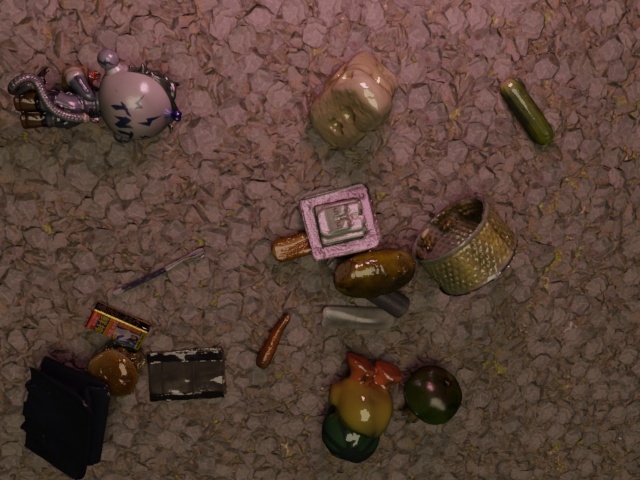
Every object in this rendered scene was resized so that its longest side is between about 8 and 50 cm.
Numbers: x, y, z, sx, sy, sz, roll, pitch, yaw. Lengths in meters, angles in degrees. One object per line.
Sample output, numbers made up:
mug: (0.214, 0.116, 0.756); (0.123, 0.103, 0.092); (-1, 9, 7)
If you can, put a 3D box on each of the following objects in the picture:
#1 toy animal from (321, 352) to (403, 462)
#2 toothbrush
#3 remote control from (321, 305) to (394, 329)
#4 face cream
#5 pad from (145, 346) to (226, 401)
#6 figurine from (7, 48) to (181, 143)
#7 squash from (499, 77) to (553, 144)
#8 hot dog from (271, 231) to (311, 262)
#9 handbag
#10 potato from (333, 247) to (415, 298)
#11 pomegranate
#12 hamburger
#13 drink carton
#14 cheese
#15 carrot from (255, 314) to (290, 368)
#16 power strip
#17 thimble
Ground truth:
toy animal: (0.121, 0.537, 1.895); (0.216, 0.191, 0.338); (17, 104, -14)
toothbrush: (-0.461, 0.092, 1.751); (0.288, 0.024, 0.026); (-26, 124, -2)
remote control: (0.118, 0.244, 1.881); (0.229, 0.044, 0.073); (4, 109, -11)
face cream: (0.141, 0.135, 1.834); (0.284, 0.073, 0.073); (33, 99, -17)
pad: (-0.405, 0.407, 1.859); (0.233, 0.022, 0.174); (-2, 108, -8)
figurine: (-0.536, -0.343, 1.519); (0.382, 0.261, 0.186); (-1, 63, -8)
squash: (0.594, -0.366, 1.757); (0.066, 0.066, 0.229); (-41, 107, 5)
hot dog: (0.000, -0.001, 1.773); (0.289, 0.068, 0.083); (-15, 82, -1)
handbag: (-0.737, 0.495, 1.745); (0.269, 0.118, 0.325); (25, 117, 12)
potato: (0.152, 0.095, 1.727); (0.251, 0.113, 0.149); (-13, 133, -18)
pomegranate: (0.338, 0.504, 1.943); (0.187, 0.187, 0.225); (24, 126, -15)
hamburger: (-0.597, 0.382, 1.763); (0.159, 0.131, 0.185); (35, 103, -14)
drink carton: (-0.581, 0.245, 1.762); (0.166, 0.056, 0.071); (28, 109, -16)
cheese: (0.079, -0.348, 1.604); (0.174, 0.251, 0.248); (36, 114, -17)
carrot: (-0.142, 0.304, 1.860); (0.047, 0.047, 0.191); (25, 98, -16)
power strip: (0.057, -0.056, 1.720); (0.213, 0.064, 0.198); (-16, 75, -3)
thimble: (0.404, 0.015, 1.742); (0.271, 0.271, 0.150); (-42, 108, 5)
